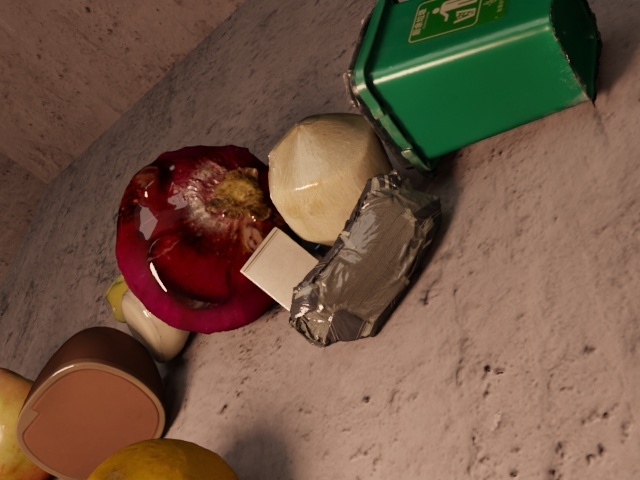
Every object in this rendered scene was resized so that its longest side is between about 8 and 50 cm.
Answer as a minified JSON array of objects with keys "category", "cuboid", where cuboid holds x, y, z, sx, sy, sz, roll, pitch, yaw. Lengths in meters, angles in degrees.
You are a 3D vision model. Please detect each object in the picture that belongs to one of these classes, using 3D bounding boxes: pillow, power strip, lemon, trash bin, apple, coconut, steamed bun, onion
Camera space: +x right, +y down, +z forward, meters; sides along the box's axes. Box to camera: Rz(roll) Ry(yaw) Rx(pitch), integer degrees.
[{"category":"pillow","cuboid":[0.078,0.039,1.352,0.335,0.161,0.092,-57,-8,-6]},{"category":"power strip","cuboid":[0.000,0.000,1.602,0.032,0.056,0.123,-46,30,8]},{"category":"lemon","cuboid":[-0.246,0.453,1.212,0.297,0.297,0.297,-36,32,27]},{"category":"trash bin","cuboid":[0.269,-0.290,1.357,0.381,0.295,0.259,-11,47,36]},{"category":"apple","cuboid":[-0.433,0.123,2.030,0.265,0.120,0.193,-44,41,18]},{"category":"coconut","cuboid":[0.018,-0.129,1.488,0.245,0.247,0.245,-20,32,13]},{"category":"steamed bun","cuboid":[-0.363,0.170,1.792,0.130,0.228,0.177,-34,63,-26]},{"category":"apple","cuboid":[-0.760,0.467,1.909,0.319,0.319,0.277,-2,61,55]},{"category":"onion","cuboid":[-0.248,0.017,1.685,0.398,0.398,0.420,-65,5,-23]}]

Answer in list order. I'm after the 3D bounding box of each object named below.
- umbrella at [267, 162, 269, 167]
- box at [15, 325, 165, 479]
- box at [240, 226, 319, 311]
[{"category":"umbrella","cuboid":[-0.141,-0.171,2.022,0.144,0.040,0.037,-37,40,27]},{"category":"box","cuboid":[-0.483,0.342,1.696,0.301,0.301,0.216,-47,22,8]},{"category":"box","cuboid":[-0.041,0.075,1.462,0.109,0.198,0.029,-52,-12,-1]}]
